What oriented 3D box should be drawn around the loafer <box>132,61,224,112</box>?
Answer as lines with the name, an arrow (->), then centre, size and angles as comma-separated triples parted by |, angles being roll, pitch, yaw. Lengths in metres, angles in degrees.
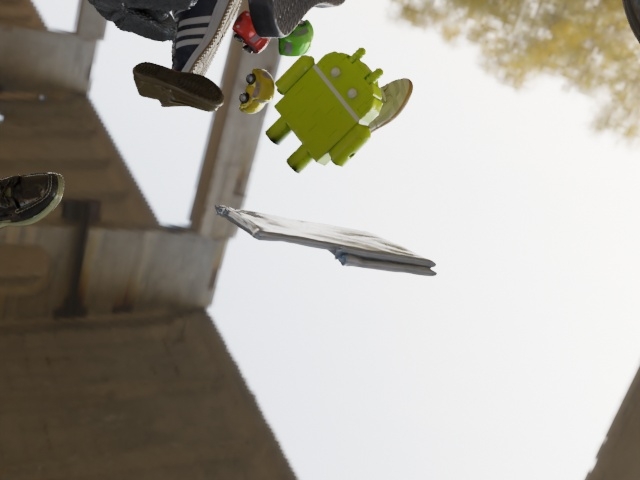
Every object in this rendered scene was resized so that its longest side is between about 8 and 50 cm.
loafer -> -0.213, -0.224, 1.615 | 0.148, 0.050, 0.056 | 23, -137, 12

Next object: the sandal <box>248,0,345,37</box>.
sandal -> -0.027, -0.279, 1.118 | 0.055, 0.097, 0.254 | 3, -157, 21

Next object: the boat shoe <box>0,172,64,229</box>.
boat shoe -> -0.525, -0.066, 1.793 | 0.224, 0.080, 0.073 | -15, 155, 31

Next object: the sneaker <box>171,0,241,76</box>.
sneaker -> -0.288, -0.437, 2.250 | 0.153, 0.282, 0.099 | 26, 172, 5

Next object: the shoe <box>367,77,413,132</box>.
shoe -> 0.116, -0.287, 2.397 | 0.058, 0.219, 0.076 | 24, -145, -43

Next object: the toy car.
toy car -> -0.083, -0.391, 2.223 | 0.053, 0.239, 0.225 | 30, -130, 30

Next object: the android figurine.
android figurine -> 0.013, -0.270, 2.179 | 0.248, 0.273, 0.056 | 56, -160, 24

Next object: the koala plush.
koala plush -> -0.355, -0.543, 2.121 | 0.203, 0.196, 0.221 | 11, -116, -25

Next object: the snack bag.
snack bag -> 0.000, 0.000, 1.942 | 0.343, 0.037, 0.323 | 10, -173, -19

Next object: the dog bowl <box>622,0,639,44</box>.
dog bowl -> 0.570, -0.375, 1.424 | 0.349, 0.348, 0.102 | 17, -150, 0
